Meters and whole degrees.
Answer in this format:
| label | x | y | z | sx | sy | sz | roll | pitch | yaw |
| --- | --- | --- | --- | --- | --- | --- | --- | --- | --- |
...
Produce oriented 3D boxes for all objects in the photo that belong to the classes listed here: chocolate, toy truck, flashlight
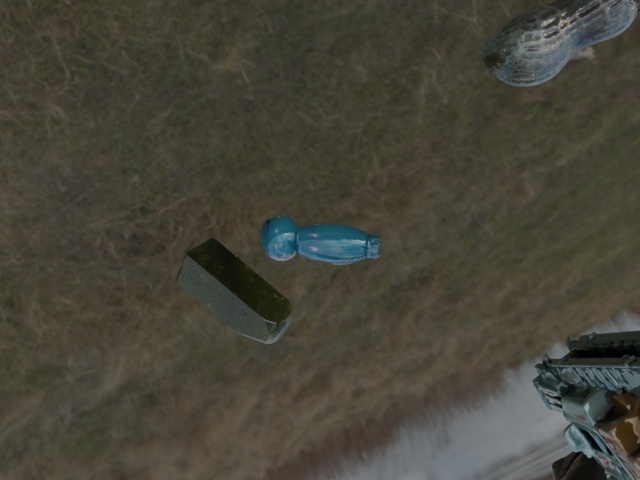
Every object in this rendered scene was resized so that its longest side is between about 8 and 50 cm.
| label | x | y | z | sx | sy | sz | roll | pitch | yaw |
| --- | --- | --- | --- | --- | --- | --- | --- | --- | --- |
| chocolate | 0.355 | -0.307 | 1.183 | 0.248 | 0.110 | 0.110 | -31 | 159 | 3 |
| toy truck | 0.300 | 0.152 | 0.683 | 0.133 | 0.184 | 0.338 | -38 | 180 | -5 |
| flashlight | 0.000 | 0.000 | 0.863 | 0.129 | 0.051 | 0.051 | 3 | 160 | 6 |

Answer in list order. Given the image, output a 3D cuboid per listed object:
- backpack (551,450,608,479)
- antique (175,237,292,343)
| label | x | y | z | sx | sy | sz | roll | pitch | yaw |
| --- | --- | --- | --- | --- | --- | --- | --- | --- | --- |
| backpack | 0.467 | 0.496 | 1.373 | 0.363 | 0.255 | 0.445 | -48 | 148 | -11 |
| antique | -0.151 | 0.101 | 1.468 | 0.081 | 0.221 | 0.080 | -34 | 157 | -47 |
